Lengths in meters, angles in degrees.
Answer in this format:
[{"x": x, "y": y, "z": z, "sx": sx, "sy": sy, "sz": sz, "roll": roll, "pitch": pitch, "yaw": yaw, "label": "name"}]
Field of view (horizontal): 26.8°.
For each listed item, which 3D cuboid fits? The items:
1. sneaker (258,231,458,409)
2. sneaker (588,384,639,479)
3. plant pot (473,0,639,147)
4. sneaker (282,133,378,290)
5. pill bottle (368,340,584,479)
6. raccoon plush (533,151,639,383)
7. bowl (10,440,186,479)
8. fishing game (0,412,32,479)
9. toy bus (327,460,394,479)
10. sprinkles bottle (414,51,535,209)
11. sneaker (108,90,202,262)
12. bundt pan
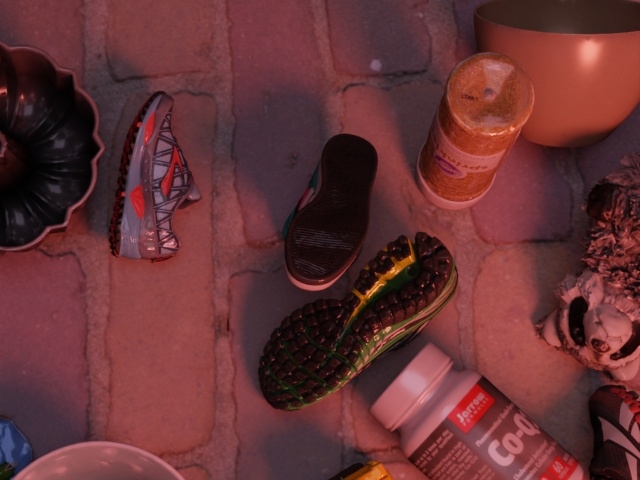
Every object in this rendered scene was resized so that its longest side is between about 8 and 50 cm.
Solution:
[{"x": 0.063, "y": 0.138, "z": 1.939, "sx": 0.343, "sy": 0.146, "sz": 0.134, "roll": -35, "pitch": 61, "yaw": 6, "label": "sneaker"}, {"x": 0.418, "y": 0.305, "z": 1.872, "sx": 0.135, "sy": 0.097, "sz": 0.276, "roll": -16, "pitch": 36, "yaw": -4, "label": "sneaker"}, {"x": 0.367, "y": -0.248, "z": 2.007, "sx": 0.284, "sy": 0.284, "sz": 0.191, "roll": 0, "pitch": 111, "yaw": -3, "label": "plant pot"}, {"x": 0.000, "y": 0.000, "z": 1.946, "sx": 0.124, "sy": 0.178, "sz": 0.295, "roll": 19, "pitch": 46, "yaw": 2, "label": "sneaker"}, {"x": 0.216, "y": 0.285, "z": 1.892, "sx": 0.283, "sy": 0.161, "sz": 0.161, "roll": 42, "pitch": 77, "yaw": 7, "label": "pill bottle"}, {"x": 0.510, "y": 0.023, "z": 2.006, "sx": 0.216, "sy": 0.299, "sz": 0.446, "roll": 40, "pitch": 44, "yaw": 22, "label": "raccoon plush"}, {"x": -0.297, "y": 0.436, "z": 1.827, "sx": 0.312, "sy": 0.163, "sz": 0.311, "roll": 1, "pitch": 76, "yaw": -2, "label": "bowl"}, {"x": -0.496, "y": 0.332, "z": 1.909, "sx": 0.264, "sy": 0.041, "sz": 0.189, "roll": 18, "pitch": 78, "yaw": 2, "label": "fishing game"}, {"x": 0.030, "y": 0.402, "z": 1.829, "sx": 0.220, "sy": 0.211, "sz": 0.149, "roll": -31, "pitch": 81, "yaw": -8, "label": "toy bus"}, {"x": 0.212, "y": -0.147, "z": 1.903, "sx": 0.121, "sy": 0.355, "sz": 0.121, "roll": 1, "pitch": 75, "yaw": -2, "label": "sprinkles bottle"}, {"x": -0.239, "y": -0.092, "z": 2.016, "sx": 0.125, "sy": 0.104, "sz": 0.262, "roll": 12, "pitch": 79, "yaw": -18, "label": "sneaker"}, {"x": -0.478, "y": -0.122, "z": 1.983, "sx": 0.331, "sy": 0.124, "sz": 0.330, "roll": 0, "pitch": 75, "yaw": -2, "label": "bundt pan"}]
